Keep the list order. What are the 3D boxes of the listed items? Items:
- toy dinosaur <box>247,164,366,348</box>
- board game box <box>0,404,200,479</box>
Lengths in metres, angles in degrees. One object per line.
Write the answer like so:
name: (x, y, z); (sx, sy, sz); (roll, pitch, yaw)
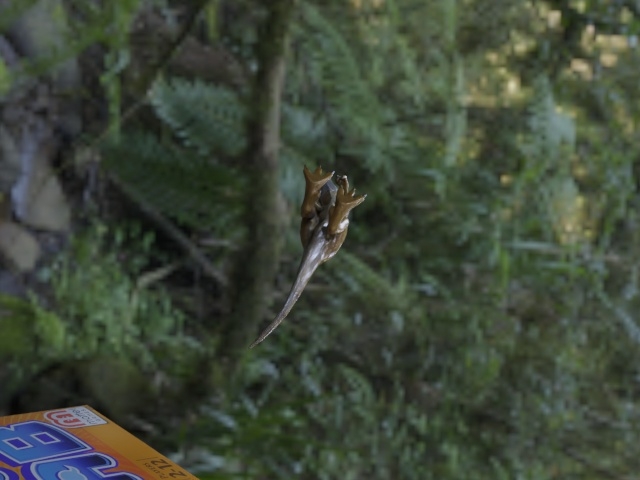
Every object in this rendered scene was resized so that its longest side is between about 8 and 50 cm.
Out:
toy dinosaur: (0.000, 0.000, 1.379); (0.211, 0.064, 0.112); (-64, 167, -49)
board game box: (-0.310, 0.411, 1.520); (0.357, 0.356, 0.356); (-3, 108, -41)
